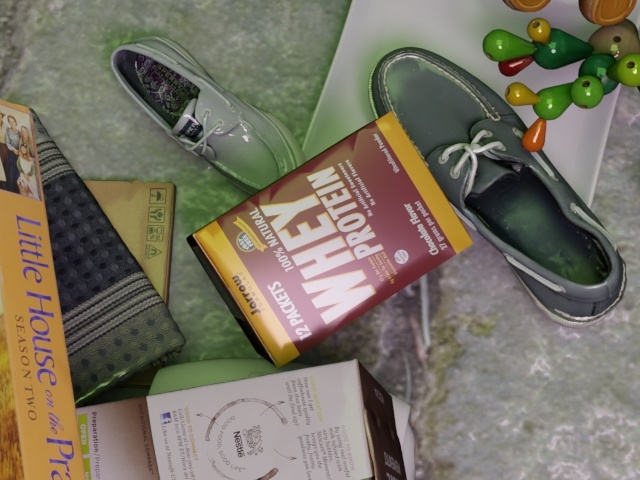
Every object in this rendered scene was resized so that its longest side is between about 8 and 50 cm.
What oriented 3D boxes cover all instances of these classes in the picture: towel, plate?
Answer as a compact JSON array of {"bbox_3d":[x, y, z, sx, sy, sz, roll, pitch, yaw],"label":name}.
[{"bbox_3d":[-0.331,0.065,1.278,0.324,0.056,0.312,-31,67,-16],"label":"towel"},{"bbox_3d":[0.149,-0.152,1.360,0.277,0.045,0.278,16,77,8],"label":"plate"}]

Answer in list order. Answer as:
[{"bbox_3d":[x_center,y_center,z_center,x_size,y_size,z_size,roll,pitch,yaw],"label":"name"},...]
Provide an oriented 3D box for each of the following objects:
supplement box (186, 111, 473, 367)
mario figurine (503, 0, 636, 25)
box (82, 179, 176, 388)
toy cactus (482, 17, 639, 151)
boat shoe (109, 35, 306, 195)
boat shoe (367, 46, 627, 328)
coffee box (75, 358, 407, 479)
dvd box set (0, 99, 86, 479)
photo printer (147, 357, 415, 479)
[{"bbox_3d":[0.000,0.000,1.208,0.191,0.194,0.129,-32,93,-6],"label":"supplement box"},{"bbox_3d":[0.181,-0.304,1.327,0.170,0.198,0.320,-33,43,15],"label":"mario figurine"},{"bbox_3d":[-0.226,0.039,1.343,0.164,0.021,0.201,2,75,4],"label":"box"},{"bbox_3d":[0.257,-0.146,1.257,0.219,0.180,0.112,11,120,16],"label":"toy cactus"},{"bbox_3d":[-0.114,-0.112,1.335,0.227,0.081,0.079,41,116,17],"label":"boat shoe"},{"bbox_3d":[0.159,-0.062,1.261,0.116,0.099,0.319,-37,77,-5],"label":"boat shoe"},{"bbox_3d":[-0.089,0.188,1.103,0.297,0.168,0.119,-11,71,10],"label":"coffee box"},{"bbox_3d":[-0.309,0.138,1.074,0.307,0.062,0.420,-30,59,31],"label":"dvd box set"},{"bbox_3d":[-0.053,0.258,1.229,0.256,0.107,0.307,7,75,7],"label":"photo printer"}]
